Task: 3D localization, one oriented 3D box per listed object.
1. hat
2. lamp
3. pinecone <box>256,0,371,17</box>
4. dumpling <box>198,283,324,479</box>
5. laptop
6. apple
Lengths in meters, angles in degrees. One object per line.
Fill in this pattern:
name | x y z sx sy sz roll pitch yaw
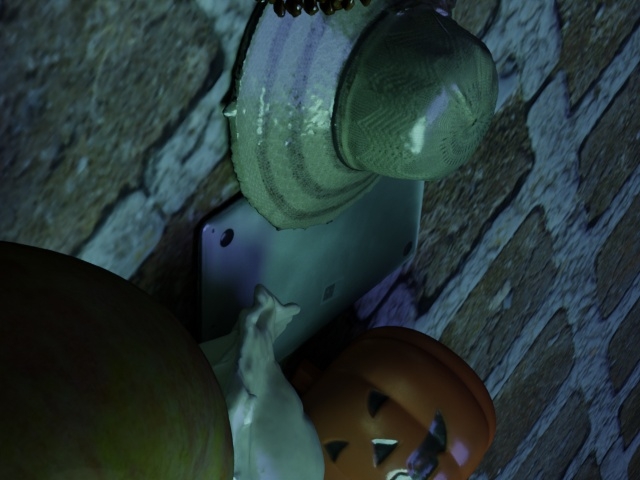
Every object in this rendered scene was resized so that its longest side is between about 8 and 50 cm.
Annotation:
hat | 0.058 -0.100 0.979 0.252 0.110 0.252 -39 143 -37
lamp | 0.041 0.155 1.173 0.187 0.164 0.187 -47 176 -4
pinecone | 0.002 -0.172 0.832 0.109 0.102 0.102 -45 150 -27
dumpling | -0.064 0.128 0.978 0.258 0.147 0.193 109 0 -54
laptop | 0.000 0.000 1.098 0.269 0.015 0.187 -36 144 -39
apple | -0.171 0.114 0.670 0.257 0.234 0.256 -38 144 -34
